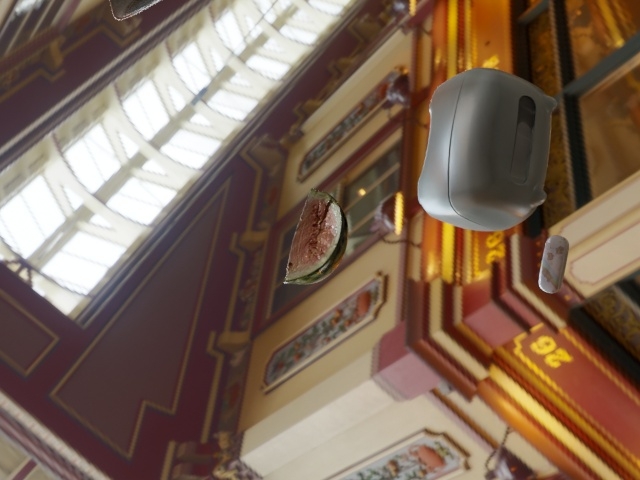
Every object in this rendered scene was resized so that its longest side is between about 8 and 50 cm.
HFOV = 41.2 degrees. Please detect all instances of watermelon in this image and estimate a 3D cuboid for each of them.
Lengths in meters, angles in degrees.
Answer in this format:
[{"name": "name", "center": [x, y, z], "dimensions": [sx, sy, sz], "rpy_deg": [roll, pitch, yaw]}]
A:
[{"name": "watermelon", "center": [0.011, 0.000, 1.332], "dimensions": [0.087, 0.069, 0.163], "rpy_deg": [22, -108, -22]}]

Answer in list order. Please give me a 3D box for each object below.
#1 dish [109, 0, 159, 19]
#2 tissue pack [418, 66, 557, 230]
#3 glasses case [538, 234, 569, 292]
[{"name": "dish", "center": [-0.286, -0.468, 1.404], "dimensions": [0.077, 0.212, 0.151], "rpy_deg": [-32, -74, -41]}, {"name": "tissue pack", "center": [0.359, -0.194, 1.812], "dimensions": [0.230, 0.236, 0.332], "rpy_deg": [17, -104, -33]}, {"name": "glasses case", "center": [0.328, 0.033, 1.198], "dimensions": [0.032, 0.083, 0.021], "rpy_deg": [22, -158, 39]}]
